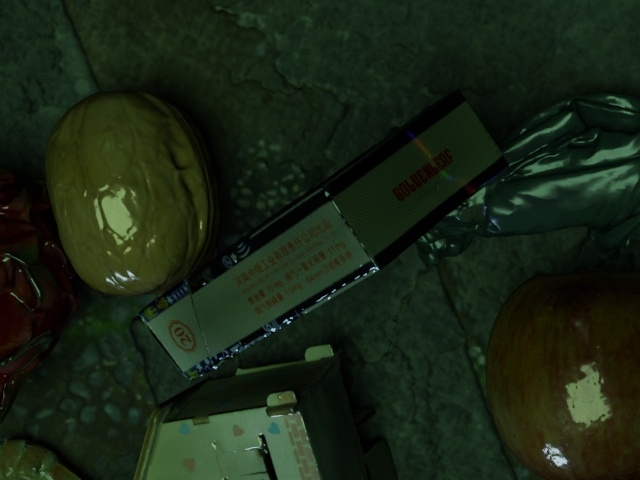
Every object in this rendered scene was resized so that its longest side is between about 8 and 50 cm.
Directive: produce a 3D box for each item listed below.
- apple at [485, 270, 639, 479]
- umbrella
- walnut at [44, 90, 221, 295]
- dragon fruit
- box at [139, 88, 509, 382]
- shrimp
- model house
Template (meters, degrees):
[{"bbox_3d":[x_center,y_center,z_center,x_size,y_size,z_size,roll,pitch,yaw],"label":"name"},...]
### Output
[{"bbox_3d":[0.250,0.120,1.596,0.211,0.211,0.188,1,90,14],"label":"apple"},{"bbox_3d":[0.226,-0.057,1.623,0.348,0.094,0.143,-6,119,21],"label":"umbrella"},{"bbox_3d":[-0.174,-0.046,1.693,0.165,0.165,0.197,-10,84,16],"label":"walnut"},{"bbox_3d":[-0.348,0.064,1.731,0.233,0.234,0.293,14,96,12],"label":"dragon fruit"},{"bbox_3d":[0.000,0.000,1.576,0.084,0.198,0.310,55,139,-2],"label":"box"},{"bbox_3d":[-0.271,0.272,1.852,0.180,0.041,0.099,31,109,6],"label":"shrimp"},{"bbox_3d":[-0.058,0.279,1.745,0.244,0.169,0.326,-13,98,24],"label":"model house"}]
